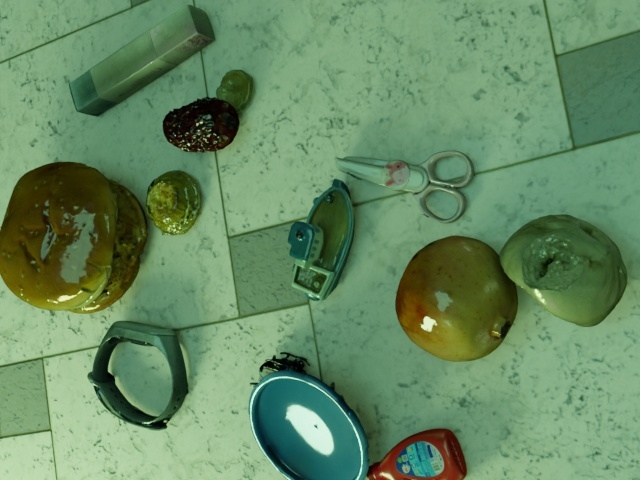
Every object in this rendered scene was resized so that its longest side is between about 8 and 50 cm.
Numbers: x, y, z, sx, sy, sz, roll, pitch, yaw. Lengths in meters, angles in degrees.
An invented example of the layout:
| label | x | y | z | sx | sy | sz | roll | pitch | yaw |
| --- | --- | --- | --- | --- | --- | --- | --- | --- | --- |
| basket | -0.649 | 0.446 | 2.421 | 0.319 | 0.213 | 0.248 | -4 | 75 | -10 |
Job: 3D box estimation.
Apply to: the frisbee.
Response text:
| label | x | y | z | sx | sy | sz | roll | pitch | yaw |
| --- | --- | --- | --- | --- | --- | --- | --- | --- | --- |
| frisbee | -0.016 | 0.320 | 1.589 | 0.242 | 0.045 | 0.242 | 16 | 122 | 28 |

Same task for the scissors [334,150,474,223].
| label | x | y | z | sx | sy | sz | roll | pitch | yaw |
| --- | --- | --- | --- | --- | --- | --- | --- | --- | --- |
| scissors | 0.133 | -0.108 | 1.564 | 0.242 | 0.030 | 0.118 | 16 | 94 | 27 |

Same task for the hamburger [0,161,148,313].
| label | x | y | z | sx | sy | sz | roll | pitch | yaw |
| --- | --- | --- | --- | --- | --- | --- | --- | --- | --- |
| hamburger | -0.496 | -0.007 | 1.837 | 0.314 | 0.170 | 0.290 | 7 | 85 | 31 |

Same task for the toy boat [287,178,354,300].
| label | x | y | z | sx | sy | sz | roll | pitch | yaw |
| --- | --- | --- | --- | --- | --- | --- | --- | --- | --- |
| toy boat | 0.000 | 0.000 | 1.594 | 0.088 | 0.102 | 0.215 | 22 | 98 | 26 |

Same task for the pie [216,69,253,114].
| label | x | y | z | sx | sy | sz | roll | pitch | yaw |
| --- | --- | --- | --- | --- | --- | --- | --- | --- | --- |
| pie | -0.157 | -0.273 | 1.742 | 0.084 | 0.020 | 0.084 | -1 | 88 | 31 |

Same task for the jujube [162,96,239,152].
| label | x | y | z | sx | sy | sz | roll | pitch | yaw |
| --- | --- | --- | --- | --- | --- | --- | --- | --- | --- |
| jujube | -0.223 | -0.205 | 1.739 | 0.166 | 0.104 | 0.104 | -9 | 83 | 41 |

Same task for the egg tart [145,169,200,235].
| label | x | y | z | sx | sy | sz | roll | pitch | yaw |
| --- | --- | --- | --- | --- | --- | --- | --- | --- | --- |
| egg tart | -0.284 | -0.070 | 1.786 | 0.130 | 0.052 | 0.130 | -1 | 87 | 26 |

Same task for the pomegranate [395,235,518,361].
| label | x | y | z | sx | sy | sz | roll | pitch | yaw |
| --- | --- | --- | --- | --- | --- | --- | --- | --- | --- |
| pomegranate | 0.208 | 0.091 | 1.431 | 0.191 | 0.191 | 0.191 | -2 | 87 | 29 |

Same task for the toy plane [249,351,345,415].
| label | x | y | z | sx | sy | sz | roll | pitch | yaw |
| --- | --- | --- | --- | --- | --- | --- | --- | --- | --- |
| toy plane | -0.037 | 0.249 | 1.632 | 0.197 | 0.053 | 0.078 | 17 | 108 | 29 |

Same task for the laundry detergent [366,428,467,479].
| label | x | y | z | sx | sy | sz | roll | pitch | yaw |
| --- | --- | --- | --- | --- | --- | --- | --- | --- | --- |
| laundry detergent | 0.149 | 0.364 | 1.523 | 0.165 | 0.049 | 0.097 | -25 | 79 | 29 |

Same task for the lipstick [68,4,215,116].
| label | x | y | z | sx | sy | sz | roll | pitch | yaw |
| --- | --- | --- | --- | --- | --- | --- | --- | --- | --- |
| lipstick | -0.348 | -0.343 | 1.826 | 0.317 | 0.066 | 0.068 | -26 | 74 | 26 |

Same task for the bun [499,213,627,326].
| label | x | y | z | sx | sy | sz | roll | pitch | yaw |
| --- | --- | --- | --- | --- | --- | --- | --- | --- | --- |
| bun | 0.349 | 0.033 | 1.342 | 0.178 | 0.193 | 0.128 | 42 | 108 | 20 |

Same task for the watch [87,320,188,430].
| label | x | y | z | sx | sy | sz | roll | pitch | yaw |
| --- | --- | --- | --- | --- | --- | --- | --- | --- | --- |
| watch | -0.348 | 0.254 | 1.797 | 0.206 | 0.068 | 0.193 | 6 | 90 | 27 |
